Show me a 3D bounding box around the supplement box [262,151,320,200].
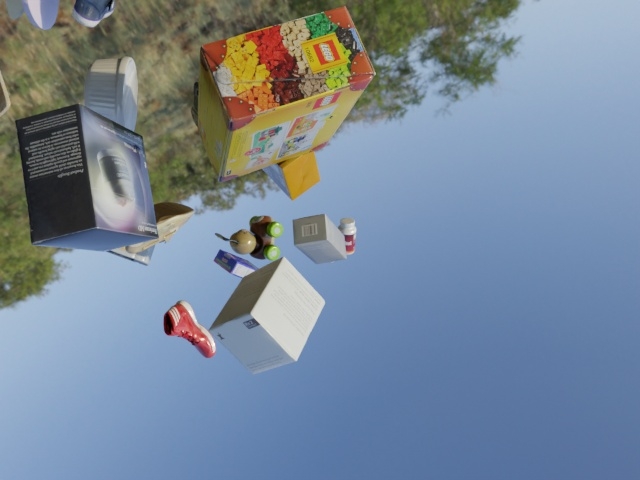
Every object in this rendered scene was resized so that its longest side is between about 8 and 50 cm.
[{"bbox_3d":[-0.118,-0.280,1.939,0.129,0.191,0.194,-37,-118,-12],"label":"supplement box"}]

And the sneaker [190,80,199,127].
[{"bbox_3d":[-0.385,-0.484,1.994,0.130,0.087,0.228,-28,161,-30],"label":"sneaker"}]

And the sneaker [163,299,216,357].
[{"bbox_3d":[-0.448,0.318,1.884,0.087,0.221,0.128,-35,-178,30],"label":"sneaker"}]

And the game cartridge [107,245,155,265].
[{"bbox_3d":[-0.721,-0.051,2.014,0.062,0.297,0.198,-9,-119,55],"label":"game cartridge"}]

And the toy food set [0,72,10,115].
[{"bbox_3d":[-0.908,-0.398,1.311,0.306,0.220,0.092,-5,148,-45],"label":"toy food set"}]

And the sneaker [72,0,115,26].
[{"bbox_3d":[-0.764,-0.915,2.001,0.236,0.130,0.323,-46,-150,32],"label":"sneaker"}]

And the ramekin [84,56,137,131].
[{"bbox_3d":[-0.689,-0.471,1.870,0.127,0.273,0.273,4,-164,-10],"label":"ramekin"}]

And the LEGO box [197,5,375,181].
[{"bbox_3d":[-0.122,-0.364,1.524,0.372,0.193,0.500,-22,175,-16],"label":"LEGO box"}]

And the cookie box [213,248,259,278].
[{"bbox_3d":[-0.219,0.071,1.522,0.091,0.107,0.040,30,-89,44],"label":"cookie box"}]

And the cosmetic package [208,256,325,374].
[{"bbox_3d":[-0.115,0.166,1.247,0.151,0.151,0.184,-26,-156,39],"label":"cosmetic package"}]

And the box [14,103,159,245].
[{"bbox_3d":[-0.560,-0.137,1.398,0.182,0.294,0.296,-11,174,10],"label":"box"}]

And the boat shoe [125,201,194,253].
[{"bbox_3d":[-0.508,-0.043,1.783,0.109,0.098,0.302,20,-156,14],"label":"boat shoe"}]

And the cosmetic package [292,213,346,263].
[{"bbox_3d":[0.000,0.000,1.989,0.127,0.107,0.238,-10,161,14],"label":"cosmetic package"}]

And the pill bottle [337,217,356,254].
[{"bbox_3d":[0.115,-0.020,2.517,0.085,0.152,0.086,2,-153,-1],"label":"pill bottle"}]

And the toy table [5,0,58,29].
[{"bbox_3d":[-1.035,-0.891,1.974,0.160,0.275,0.252,16,-150,6],"label":"toy table"}]

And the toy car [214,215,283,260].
[{"bbox_3d":[-0.244,-0.012,1.852,0.188,0.149,0.155,3,-171,-35],"label":"toy car"}]
